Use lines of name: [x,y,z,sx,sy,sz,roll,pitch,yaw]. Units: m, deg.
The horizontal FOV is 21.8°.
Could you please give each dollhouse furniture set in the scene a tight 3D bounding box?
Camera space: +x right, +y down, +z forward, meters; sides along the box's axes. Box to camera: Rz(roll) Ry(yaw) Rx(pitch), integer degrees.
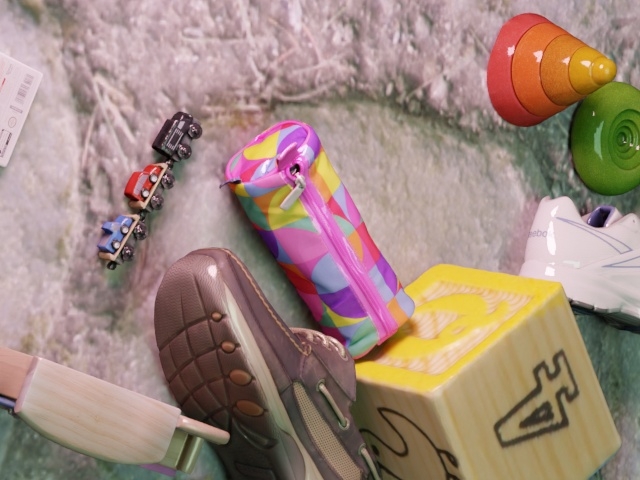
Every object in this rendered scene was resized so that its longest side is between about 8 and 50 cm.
dollhouse furniture set: [-0.232,0.257,1.347,0.286,0.198,0.303,26,80,-36]

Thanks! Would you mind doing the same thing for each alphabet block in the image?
alphabet block: [0.146,0.160,1.628,0.193,0.192,0.197,-38,116,-30]

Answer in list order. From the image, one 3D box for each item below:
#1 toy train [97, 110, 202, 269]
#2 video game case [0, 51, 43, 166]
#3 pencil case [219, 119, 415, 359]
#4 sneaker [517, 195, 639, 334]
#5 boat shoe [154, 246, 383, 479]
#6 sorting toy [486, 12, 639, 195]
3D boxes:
toy train: [-0.154,-0.046,1.476,0.036,0.027,0.158,36,74,-31]
video game case: [-0.295,-0.123,1.370,0.122,0.011,0.087,27,80,-36]
pencil case: [0.000,0.000,1.555,0.104,0.104,0.236,-46,121,-24]
sneaker: [0.339,0.034,1.815,0.297,0.111,0.129,17,79,-38]
boat shoe: [-0.041,0.141,1.538,0.130,0.132,0.355,-46,129,-35]
sorting toy: [0.339,-0.119,1.782,0.365,0.126,0.127,33,75,-34]
